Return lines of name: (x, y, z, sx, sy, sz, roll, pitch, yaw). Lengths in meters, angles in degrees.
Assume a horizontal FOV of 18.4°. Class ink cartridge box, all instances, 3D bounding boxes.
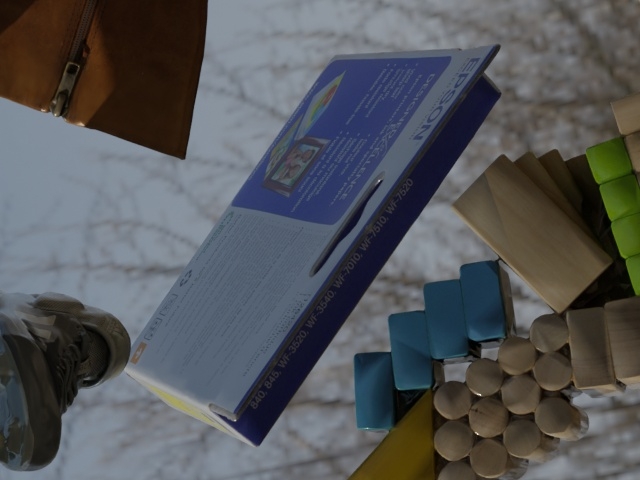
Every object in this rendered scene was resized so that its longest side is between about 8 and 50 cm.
ink cartridge box: (0.000, 0.000, 1.403, 0.072, 0.307, 0.304, 39, -99, -20)

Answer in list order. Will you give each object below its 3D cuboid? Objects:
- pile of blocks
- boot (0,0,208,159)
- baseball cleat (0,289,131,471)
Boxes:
pile of blocks: (0.120, 0.048, 1.074, 0.149, 0.362, 0.112, 49, -176, 15)
boot: (-0.050, -0.178, 1.088, 0.096, 0.264, 0.280, -121, 45, -73)
baseball cleat: (-0.148, 0.066, 1.085, 0.206, 0.109, 0.072, -134, 51, -60)
